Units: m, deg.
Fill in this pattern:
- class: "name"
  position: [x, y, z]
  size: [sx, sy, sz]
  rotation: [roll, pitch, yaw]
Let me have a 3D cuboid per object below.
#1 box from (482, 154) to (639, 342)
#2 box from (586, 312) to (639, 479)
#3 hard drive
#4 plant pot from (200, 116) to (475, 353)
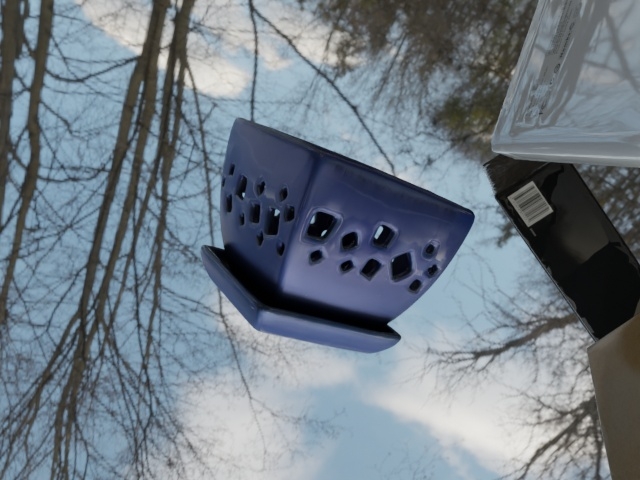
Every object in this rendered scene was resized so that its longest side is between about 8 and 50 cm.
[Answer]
- class: "box"
  position: [0.331, -0.003, 0.889]
  size: [0.261, 0.103, 0.184]
  rotation: [52, -165, -10]
- class: "box"
  position: [0.290, 0.130, 0.548]
  size: [0.021, 0.201, 0.165]
  rotation: [5, -119, -8]
- class: "hard drive"
  position: [0.225, -0.155, 0.490]
  size: [0.040, 0.203, 0.307]
  rotation: [17, -174, -9]
- class: "plant pot"
  position: [0.000, 0.000, 0.818]
  size: [0.235, 0.212, 0.236]
  rotation: [18, -171, -33]
